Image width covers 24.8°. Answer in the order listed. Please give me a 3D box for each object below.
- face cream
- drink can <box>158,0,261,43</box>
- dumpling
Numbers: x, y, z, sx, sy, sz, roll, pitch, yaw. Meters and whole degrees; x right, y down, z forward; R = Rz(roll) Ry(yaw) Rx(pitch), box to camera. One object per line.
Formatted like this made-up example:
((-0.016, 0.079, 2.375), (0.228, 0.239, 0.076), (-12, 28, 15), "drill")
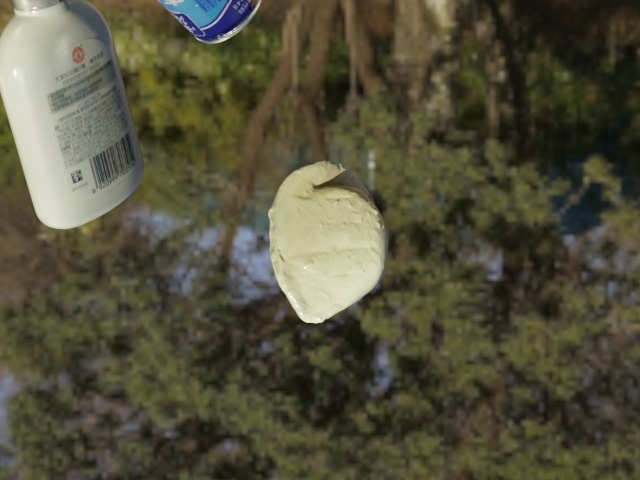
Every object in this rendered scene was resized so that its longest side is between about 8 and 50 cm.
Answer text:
((-0.256, -0.161, 1.431), (0.071, 0.291, 0.144), (11, -144, 35), "face cream")
((-0.159, -0.301, 1.443), (0.097, 0.097, 0.235), (9, 157, 41), "drink can")
((0.001, -0.001, 1.619), (0.150, 0.176, 0.092), (38, 171, -13), "dumpling")
